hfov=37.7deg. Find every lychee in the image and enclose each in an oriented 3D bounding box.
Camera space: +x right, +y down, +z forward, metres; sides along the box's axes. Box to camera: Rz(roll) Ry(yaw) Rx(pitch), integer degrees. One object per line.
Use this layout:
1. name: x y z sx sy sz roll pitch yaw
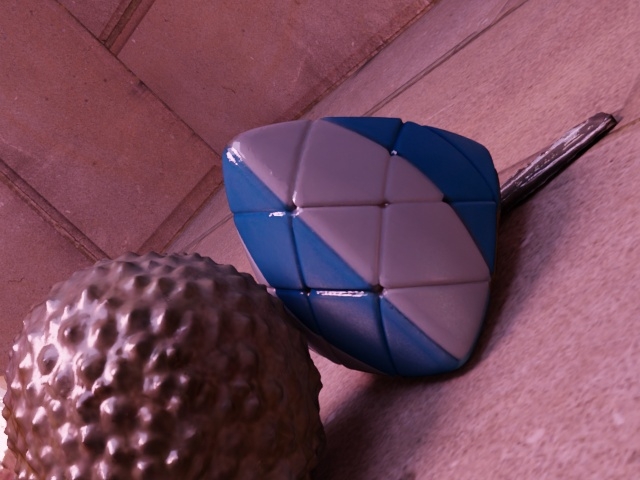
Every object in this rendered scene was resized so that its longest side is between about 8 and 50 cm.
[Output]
1. lychee: -0.123 0.138 0.714 0.255 0.255 0.274 -41 28 25

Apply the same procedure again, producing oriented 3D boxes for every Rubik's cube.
1. Rubik's cube: 0.000 0.000 0.783 0.254 0.254 0.254 -44 11 11

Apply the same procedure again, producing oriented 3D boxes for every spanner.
1. spanner: 0.134 -0.009 0.861 0.325 0.026 0.093 -42 13 19

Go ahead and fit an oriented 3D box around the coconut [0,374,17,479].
1. coconut: -0.264 0.229 0.980 0.237 0.237 0.197 -49 10 -14
